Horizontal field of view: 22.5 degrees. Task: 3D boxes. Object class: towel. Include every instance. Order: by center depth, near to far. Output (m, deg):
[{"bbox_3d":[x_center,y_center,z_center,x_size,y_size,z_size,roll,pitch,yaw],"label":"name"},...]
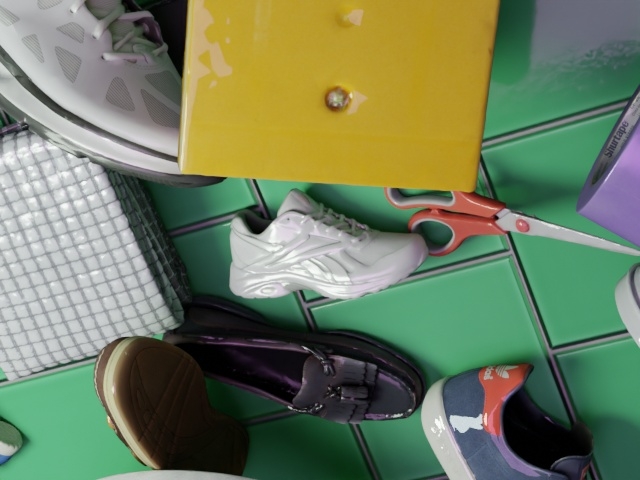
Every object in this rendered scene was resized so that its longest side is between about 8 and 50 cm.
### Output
[{"bbox_3d":[-0.298,-0.007,1.770,0.235,0.121,0.284,-16,115,15],"label":"towel"}]

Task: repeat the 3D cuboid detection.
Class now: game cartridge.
[{"bbox_3d":[0.021,-0.209,1.464,0.285,0.053,0.324,4,108,-7],"label":"game cartridge"}]

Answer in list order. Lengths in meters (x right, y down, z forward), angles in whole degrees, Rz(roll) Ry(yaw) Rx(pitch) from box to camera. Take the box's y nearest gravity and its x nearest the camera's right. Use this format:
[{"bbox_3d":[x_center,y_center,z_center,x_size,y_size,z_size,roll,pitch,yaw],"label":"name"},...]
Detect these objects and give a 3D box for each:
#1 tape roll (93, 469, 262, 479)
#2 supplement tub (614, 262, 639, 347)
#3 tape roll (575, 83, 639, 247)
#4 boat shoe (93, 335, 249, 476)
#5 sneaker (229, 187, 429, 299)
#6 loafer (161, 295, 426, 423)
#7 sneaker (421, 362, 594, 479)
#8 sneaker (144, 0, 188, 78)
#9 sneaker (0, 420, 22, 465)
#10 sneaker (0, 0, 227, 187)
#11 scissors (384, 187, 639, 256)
[{"bbox_3d":[-0.120,0.373,1.830,0.392,0.072,0.392,5,148,3],"label":"tape roll"},{"bbox_3d":[0.438,0.015,1.549,0.191,0.191,0.272,41,117,-5],"label":"supplement tub"},{"bbox_3d":[0.325,-0.090,1.535,0.080,0.189,0.189,30,118,1],"label":"tape roll"},{"bbox_3d":[-0.189,0.195,1.782,0.123,0.123,0.342,12,161,23],"label":"boat shoe"},{"bbox_3d":[0.000,0.000,1.724,0.232,0.090,0.115,-4,108,19],"label":"sneaker"},{"bbox_3d":[-0.035,0.150,1.798,0.302,0.095,0.109,17,115,8],"label":"loafer"},{"bbox_3d":[0.254,0.287,1.760,0.148,0.131,0.350,-26,105,29],"label":"sneaker"},{"bbox_3d":[-0.065,-0.178,1.632,0.330,0.146,0.122,4,116,16],"label":"sneaker"},{"bbox_3d":[-0.450,0.238,1.965,0.152,0.058,0.084,31,119,-24],"label":"sneaker"},{"bbox_3d":[-0.236,-0.253,1.583,0.447,0.169,0.257,35,110,16],"label":"sneaker"},{"bbox_3d":[0.189,-0.028,1.633,0.297,0.021,0.109,2,121,43],"label":"scissors"}]
